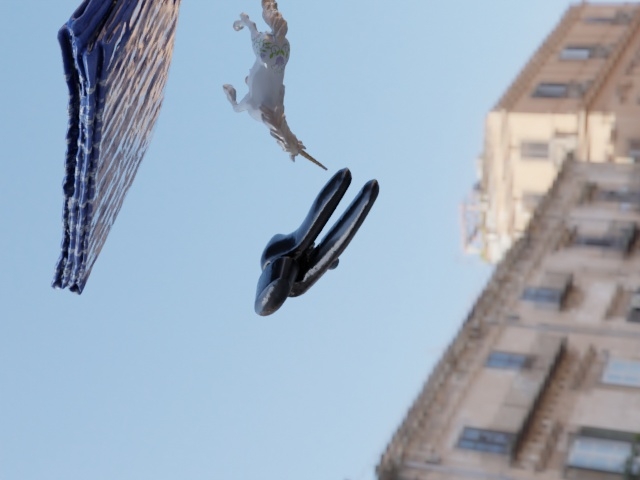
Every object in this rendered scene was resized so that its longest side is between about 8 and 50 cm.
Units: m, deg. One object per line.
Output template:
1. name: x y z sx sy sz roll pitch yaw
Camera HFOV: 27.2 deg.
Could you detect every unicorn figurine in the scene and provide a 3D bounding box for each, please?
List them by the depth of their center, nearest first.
1. unicorn figurine: -0.051 -0.152 1.295 0.060 0.111 0.162 -20 -54 -21

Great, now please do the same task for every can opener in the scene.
1. can opener: 0.000 0.000 1.119 0.186 0.059 0.073 -49 31 45

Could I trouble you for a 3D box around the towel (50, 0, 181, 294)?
1. towel: -0.170 -0.134 1.123 0.336 0.040 0.243 109 180 -53
